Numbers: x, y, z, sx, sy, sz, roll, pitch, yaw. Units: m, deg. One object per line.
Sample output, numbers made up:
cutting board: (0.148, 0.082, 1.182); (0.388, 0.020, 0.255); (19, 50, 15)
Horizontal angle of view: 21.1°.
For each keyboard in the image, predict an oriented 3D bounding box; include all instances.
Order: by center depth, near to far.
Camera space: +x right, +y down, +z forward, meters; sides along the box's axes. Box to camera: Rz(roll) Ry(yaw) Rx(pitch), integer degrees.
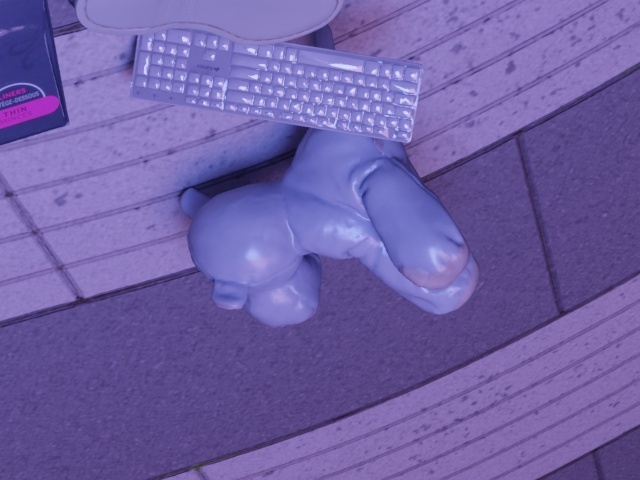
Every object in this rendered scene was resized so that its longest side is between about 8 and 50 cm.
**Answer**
keyboard: (-0.040, -0.142, 1.535); (0.256, 0.014, 0.072); (9, 108, -1)

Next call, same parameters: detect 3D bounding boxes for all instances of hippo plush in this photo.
hippo plush: (0.000, 0.000, 1.677); (0.236, 0.234, 0.294); (-32, 145, 2)

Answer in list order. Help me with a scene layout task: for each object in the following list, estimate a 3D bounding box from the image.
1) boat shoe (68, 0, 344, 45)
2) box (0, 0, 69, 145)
boat shoe: (-0.101, -0.220, 1.473); (0.254, 0.079, 0.095); (-5, 140, -27)
box: (-0.300, -0.191, 1.205); (0.165, 0.270, 0.143); (-18, 142, -15)
